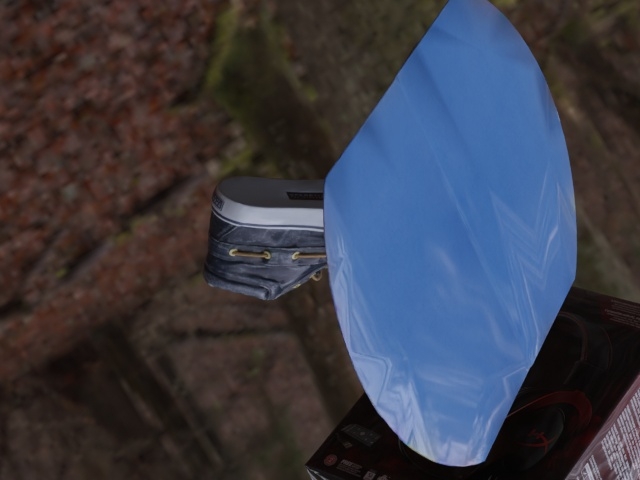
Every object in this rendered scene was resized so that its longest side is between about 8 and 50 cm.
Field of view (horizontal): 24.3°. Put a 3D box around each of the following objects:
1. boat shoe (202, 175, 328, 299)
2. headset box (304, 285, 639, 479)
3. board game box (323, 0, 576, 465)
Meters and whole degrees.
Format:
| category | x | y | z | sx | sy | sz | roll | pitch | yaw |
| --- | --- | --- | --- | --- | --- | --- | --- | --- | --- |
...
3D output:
| category | x | y | z | sx | sy | sz | roll | pitch | yaw |
| --- | --- | --- | --- | --- | --- | --- | --- | --- | --- |
| boat shoe | 0.000 | 0.000 | 1.141 | 0.183 | 0.083 | 0.065 | 5 | -148 | -16 |
| headset box | 0.166 | 0.149 | 1.254 | 0.218 | 0.110 | 0.293 | 16 | -128 | 40 |
| board game box | 0.040 | -0.003 | 0.532 | 0.033 | 0.133 | 0.169 | -2 | -141 | 37 |
